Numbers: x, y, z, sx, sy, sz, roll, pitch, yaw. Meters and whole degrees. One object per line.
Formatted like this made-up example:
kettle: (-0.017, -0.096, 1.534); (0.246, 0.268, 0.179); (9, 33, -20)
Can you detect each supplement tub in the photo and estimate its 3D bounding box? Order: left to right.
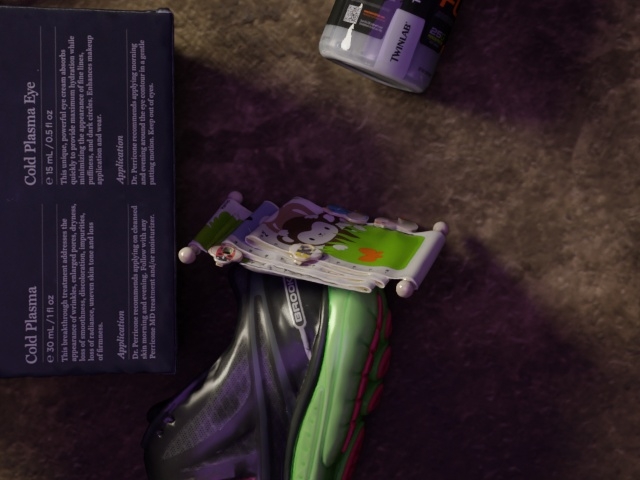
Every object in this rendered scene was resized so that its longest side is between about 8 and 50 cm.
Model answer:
supplement tub: (0.082, -0.249, 1.259); (0.117, 0.117, 0.190); (22, 94, 7)

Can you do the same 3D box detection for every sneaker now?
sneaker: (-0.083, 0.240, 1.269); (0.202, 0.185, 0.482); (18, 84, 17)

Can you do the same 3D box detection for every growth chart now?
growth chart: (0.000, 0.000, 1.248); (0.237, 0.172, 0.021); (10, 118, 7)

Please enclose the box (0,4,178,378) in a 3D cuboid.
box: (-0.305, -0.043, 1.226); (0.312, 0.179, 0.343); (0, 90, -18)
